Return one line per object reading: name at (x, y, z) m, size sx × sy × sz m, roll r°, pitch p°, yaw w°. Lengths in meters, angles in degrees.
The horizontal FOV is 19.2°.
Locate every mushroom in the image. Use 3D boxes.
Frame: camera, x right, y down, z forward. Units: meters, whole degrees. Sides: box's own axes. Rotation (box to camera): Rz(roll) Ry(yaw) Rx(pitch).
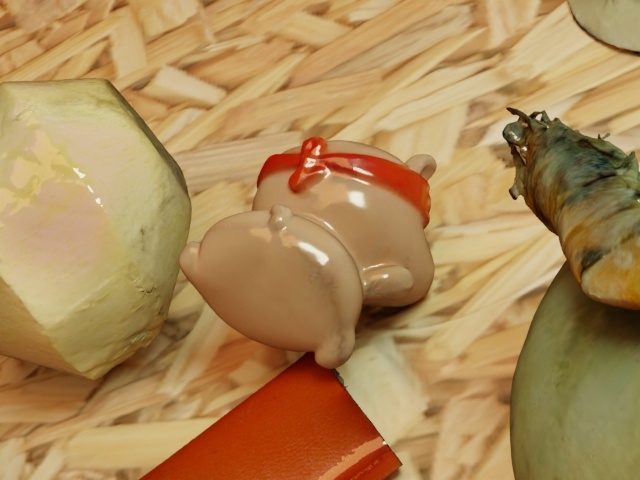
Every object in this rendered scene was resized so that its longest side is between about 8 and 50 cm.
mushroom at (0.286, 0.089, 1.201) m, size 0.352 × 0.260 × 0.352 m, roll -25°, pitch 37°, yaw 21°

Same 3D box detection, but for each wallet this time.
wallet at (-0.050, 0.187, 1.466) m, size 0.204 × 0.045 × 0.142 m, roll -37°, pitch 45°, yaw -2°

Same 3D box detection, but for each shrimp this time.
shrimp at (0.206, -0.051, 1.180) m, size 0.169 × 0.058 × 0.296 m, roll -31°, pitch 28°, yaw 2°

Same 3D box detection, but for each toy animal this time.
toy animal at (0.000, 0.000, 1.514) m, size 0.171 × 0.171 × 0.198 m, roll 5°, pitch 35°, yaw 33°

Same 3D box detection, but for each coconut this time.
coconut at (-0.232, -0.006, 1.606) m, size 0.259 × 0.259 × 0.259 m, roll -16°, pitch 46°, yaw 18°

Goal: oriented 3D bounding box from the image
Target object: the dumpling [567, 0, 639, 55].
dumpling at (0.270, -0.255, 1.623) m, size 0.172 × 0.142 × 0.247 m, roll -56°, pitch 43°, yaw 29°
